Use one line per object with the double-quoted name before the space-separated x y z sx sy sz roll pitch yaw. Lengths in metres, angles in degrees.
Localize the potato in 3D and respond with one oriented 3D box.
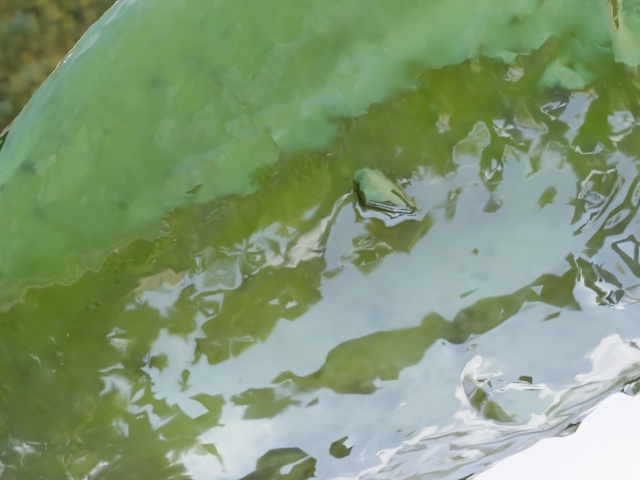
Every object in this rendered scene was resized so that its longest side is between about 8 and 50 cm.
"potato" 0.014 -0.010 0.400 0.251 0.113 0.149 -29 147 17
